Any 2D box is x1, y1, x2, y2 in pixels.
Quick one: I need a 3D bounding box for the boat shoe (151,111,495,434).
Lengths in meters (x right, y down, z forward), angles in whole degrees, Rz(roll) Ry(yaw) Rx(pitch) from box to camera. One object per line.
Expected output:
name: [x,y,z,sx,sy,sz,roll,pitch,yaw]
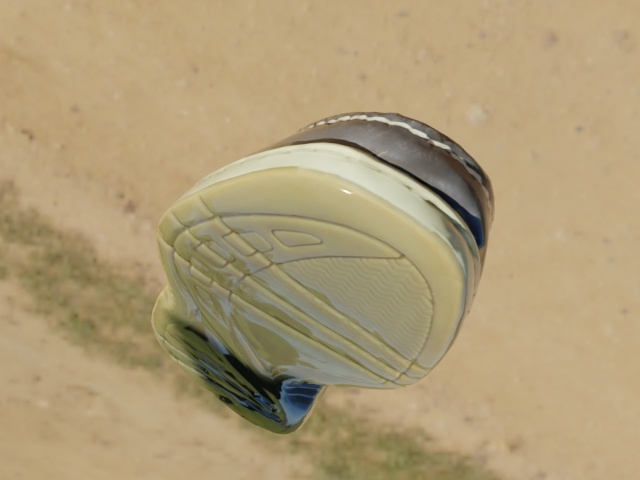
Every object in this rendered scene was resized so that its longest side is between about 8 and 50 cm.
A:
boat shoe: [0.001,0.001,0.443,0.080,0.073,0.223,35,160,-1]
